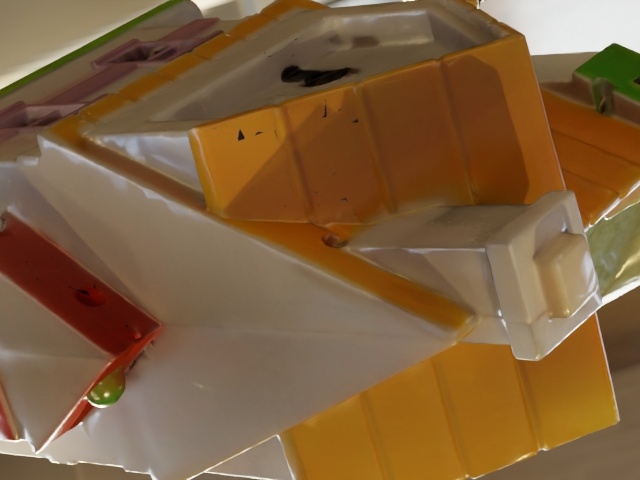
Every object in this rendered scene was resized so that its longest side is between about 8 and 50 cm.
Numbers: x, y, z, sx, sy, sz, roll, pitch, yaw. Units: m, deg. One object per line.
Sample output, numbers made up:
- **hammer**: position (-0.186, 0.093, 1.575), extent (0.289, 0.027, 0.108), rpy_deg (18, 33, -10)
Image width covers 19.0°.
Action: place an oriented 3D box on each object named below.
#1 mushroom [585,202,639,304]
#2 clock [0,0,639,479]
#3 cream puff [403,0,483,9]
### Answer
- **mushroom**: position (0.170, -0.020, 1.001), extent (0.333, 0.087, 0.107), rpy_deg (-35, 173, 3)
- **clock**: position (0.000, -0.001, 0.756), extent (0.309, 0.166, 0.235), rpy_deg (0, -155, 41)
- **cream puff**: position (0.066, -0.200, 1.133), extent (0.104, 0.119, 0.133), rpy_deg (19, 158, 27)
